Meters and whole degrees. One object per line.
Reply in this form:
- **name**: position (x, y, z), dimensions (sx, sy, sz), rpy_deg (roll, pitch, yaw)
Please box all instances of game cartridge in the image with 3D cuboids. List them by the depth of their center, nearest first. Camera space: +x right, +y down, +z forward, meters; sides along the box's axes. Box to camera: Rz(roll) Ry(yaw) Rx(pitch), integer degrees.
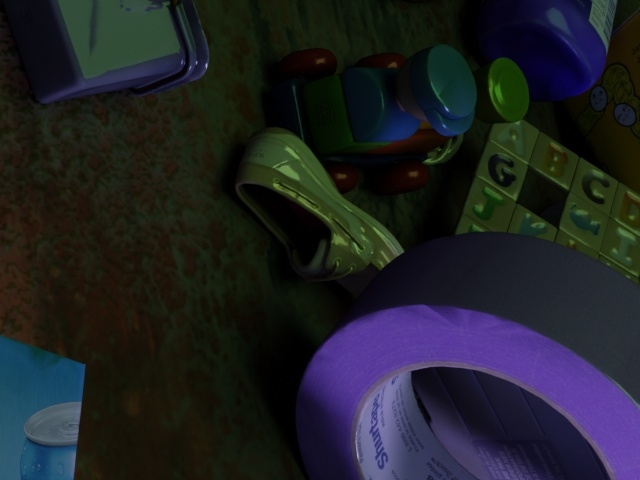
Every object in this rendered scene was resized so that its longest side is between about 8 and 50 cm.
- **game cartridge**: position (0.218, 0.211, 1.302), dimensions (0.068, 0.230, 0.355), rpy_deg (-39, 110, -31)

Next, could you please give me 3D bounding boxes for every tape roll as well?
- **tape roll**: position (0.124, 0.132, 1.175), dimensions (0.275, 0.274, 0.090), rpy_deg (60, 41, -18)

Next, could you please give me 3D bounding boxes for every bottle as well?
- **bottle**: position (0.209, -0.257, 1.546), dimensions (0.118, 0.092, 0.283), rpy_deg (42, 49, -35)

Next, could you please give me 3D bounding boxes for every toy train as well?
- **toy train**: position (0.093, -0.097, 1.315), dimensions (0.248, 0.143, 0.105), rpy_deg (-4, 82, -51)

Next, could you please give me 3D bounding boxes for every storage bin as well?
- **storage bin**: position (-0.139, -0.149, 1.100), dimensions (0.091, 0.098, 0.135), rpy_deg (-24, 97, -40)

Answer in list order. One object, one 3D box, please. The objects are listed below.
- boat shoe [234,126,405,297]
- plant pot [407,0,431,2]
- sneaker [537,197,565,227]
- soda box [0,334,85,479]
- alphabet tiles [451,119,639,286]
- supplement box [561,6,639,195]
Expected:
- **boat shoe**: position (0.000, 0.000, 1.243), dimensions (0.170, 0.063, 0.059), rpy_deg (46, 49, -19)
- **plant pot**: position (0.093, -0.316, 1.413), dimensions (0.237, 0.109, 0.237), rpy_deg (21, 62, -46)
- **sneaker**: position (0.228, 0.112, 1.455), dimensions (0.169, 0.108, 0.293), rpy_deg (-24, 88, -49)
- **soda box**: position (-0.182, 0.161, 0.962), dimensions (0.071, 0.067, 0.210), rpy_deg (25, 61, -44)
- **alphabet tiles**: position (0.210, 0.026, 1.387), dimensions (0.237, 0.009, 0.198), rpy_deg (31, 52, -12)
- **supplement box**: position (0.395, -0.043, 1.524), dimensions (0.194, 0.195, 0.357), rpy_deg (5, 50, -50)
